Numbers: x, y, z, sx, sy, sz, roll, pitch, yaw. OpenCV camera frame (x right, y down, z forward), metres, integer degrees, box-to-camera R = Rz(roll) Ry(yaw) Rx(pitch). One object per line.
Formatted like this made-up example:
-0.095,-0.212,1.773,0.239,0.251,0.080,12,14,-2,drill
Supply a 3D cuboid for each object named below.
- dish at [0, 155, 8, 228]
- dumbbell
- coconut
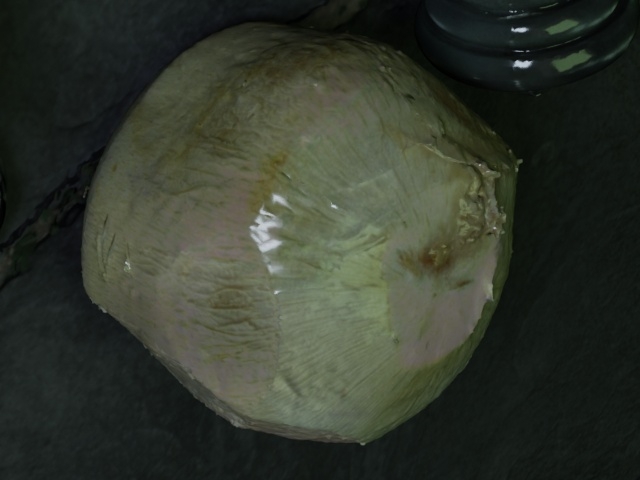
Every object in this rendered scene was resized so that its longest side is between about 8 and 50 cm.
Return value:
-0.245,-0.012,1.036,0.141,0.078,0.141,-24,128,-34,dish
0.139,-0.281,1.179,0.179,0.179,0.406,-33,133,-27,dumbbell
0.000,0.000,1.153,0.297,0.255,0.297,-26,130,-35,coconut
